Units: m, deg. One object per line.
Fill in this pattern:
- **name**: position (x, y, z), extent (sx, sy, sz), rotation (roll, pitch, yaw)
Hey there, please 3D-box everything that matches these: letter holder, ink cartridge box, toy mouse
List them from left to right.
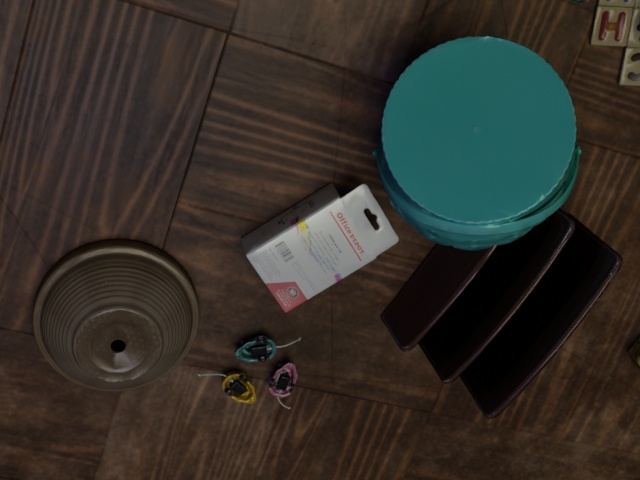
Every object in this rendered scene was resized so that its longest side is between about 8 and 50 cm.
- **toy mouse**: position (-0.083, 0.191, 1.504), extent (0.161, 0.031, 0.143), rotation (39, 100, -24)
- **ink cartridge box**: position (0.000, 0.000, 1.425), extent (0.198, 0.067, 0.115), rotation (-31, 115, 3)
- **letter holder**: position (0.260, 0.077, 1.432), extent (0.152, 0.214, 0.301), rotation (32, 102, -22)

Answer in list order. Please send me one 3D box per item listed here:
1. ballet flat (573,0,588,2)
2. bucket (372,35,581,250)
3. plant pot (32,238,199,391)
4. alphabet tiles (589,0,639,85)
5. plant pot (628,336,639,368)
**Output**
- **ballet flat**: position (0.361, -0.437, 1.328), extent (0.079, 0.077, 0.221), rotation (-27, 116, -22)
- **bucket**: position (0.205, -0.125, 1.292), extent (0.281, 0.183, 0.281), rotation (-1, 83, 9)
- **plant pot**: position (-0.287, 0.126, 1.391), extent (0.238, 0.109, 0.237), rotation (-5, 114, -10)
- **alphabet tiles**: position (0.539, -0.389, 1.414), extent (0.285, 0.011, 0.342), rotation (0, 112, -13)
- **plant pot**: position (0.561, 0.194, 1.625), extent (0.083, 0.081, 0.081), rotation (34, 102, -10)
